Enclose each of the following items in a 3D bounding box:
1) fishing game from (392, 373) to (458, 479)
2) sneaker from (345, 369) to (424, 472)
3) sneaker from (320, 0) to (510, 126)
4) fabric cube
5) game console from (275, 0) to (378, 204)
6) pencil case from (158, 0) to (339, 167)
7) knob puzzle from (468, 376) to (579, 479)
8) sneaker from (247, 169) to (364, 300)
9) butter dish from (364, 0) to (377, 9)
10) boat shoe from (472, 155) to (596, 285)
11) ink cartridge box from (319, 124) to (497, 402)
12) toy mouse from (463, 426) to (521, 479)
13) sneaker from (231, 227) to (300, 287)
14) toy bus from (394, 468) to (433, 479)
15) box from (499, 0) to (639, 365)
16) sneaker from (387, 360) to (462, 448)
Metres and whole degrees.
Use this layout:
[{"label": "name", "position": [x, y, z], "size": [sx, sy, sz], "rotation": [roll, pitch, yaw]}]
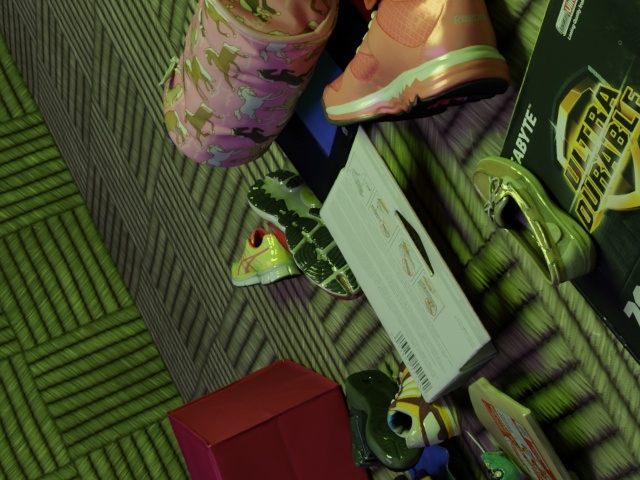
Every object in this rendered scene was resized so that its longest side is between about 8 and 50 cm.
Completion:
[{"label": "fishing game", "position": [0.167, 0.329, 1.642], "size": [0.264, 0.041, 0.189], "rotation": [-123, 21, -46]}, {"label": "sneaker", "position": [0.096, 0.286, 1.625], "size": [0.227, 0.087, 0.130], "rotation": [-132, 31, -65]}, {"label": "sneaker", "position": [0.093, -0.199, 1.206], "size": [0.314, 0.116, 0.136], "rotation": [-6, 92, 65]}, {"label": "fabric cube", "position": [-0.086, 0.392, 2.017], "size": [0.254, 0.259, 0.258], "rotation": [15, 126, 66]}, {"label": "game console", "position": [-0.042, -0.261, 1.500], "size": [0.342, 0.060, 0.386], "rotation": [59, 159, 21]}, {"label": "pencil case", "position": [-0.095, -0.226, 1.400], "size": [0.386, 0.167, 0.160], "rotation": [131, 139, -66]}, {"label": "knob puzzle", "position": [0.240, 0.230, 1.349], "size": [0.213, 0.030, 0.213], "rotation": [51, 170, 13]}, {"label": "sneaker", "position": [0.000, 0.000, 1.660], "size": [0.279, 0.107, 0.118], "rotation": [50, 173, 44]}, {"label": "butter dish", "position": [0.020, -0.333, 1.146], "size": [0.160, 0.118, 0.159], "rotation": [131, 136, -68]}, {"label": "boat shoe", "position": [0.177, -0.019, 1.012], "size": [0.153, 0.048, 0.056], "rotation": [52, 155, 34]}, {"label": "ink cartridge box", "position": [0.116, 0.026, 1.404], "size": [0.296, 0.066, 0.261], "rotation": [60, 159, 15]}, {"label": "toy mouse", "position": [0.238, 0.308, 1.411], "size": [0.161, 0.031, 0.143], "rotation": [62, 179, -6]}, {"label": "sneaker", "position": [-0.097, 0.026, 1.931], "size": [0.208, 0.082, 0.094], "rotation": [-11, 94, 63]}, {"label": "toy bus", "position": [0.113, 0.416, 1.653], "size": [0.130, 0.108, 0.332], "rotation": [62, 169, 10]}, {"label": "box", "position": [0.266, -0.068, 0.921], "size": [0.257, 0.079, 0.322], "rotation": [54, 156, 27]}, {"label": "sneaker", "position": [0.121, 0.215, 1.537], "size": [0.185, 0.084, 0.069], "rotation": [-131, 23, -69]}]
